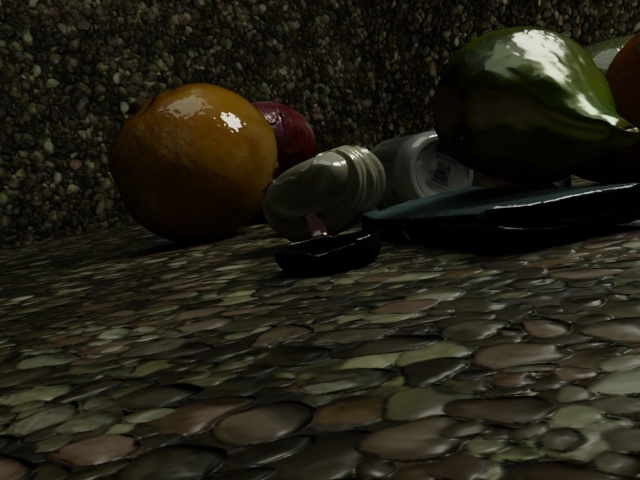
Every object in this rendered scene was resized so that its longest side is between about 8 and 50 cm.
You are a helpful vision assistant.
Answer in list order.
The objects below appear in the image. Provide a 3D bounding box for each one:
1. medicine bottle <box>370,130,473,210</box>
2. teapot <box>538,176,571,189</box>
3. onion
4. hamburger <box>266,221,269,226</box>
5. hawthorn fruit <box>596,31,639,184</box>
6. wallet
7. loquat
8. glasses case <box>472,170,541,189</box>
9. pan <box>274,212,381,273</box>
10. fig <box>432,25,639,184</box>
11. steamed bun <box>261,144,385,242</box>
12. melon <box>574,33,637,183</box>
[{"bbox_3d":[0.143,-0.106,1.259,0.135,0.135,0.215,-12,6,-24],"label":"medicine bottle"},{"bbox_3d":[0.354,-0.080,1.152,0.043,0.042,0.111,-6,10,27],"label":"teapot"},{"bbox_3d":[-0.152,-0.151,1.771,0.348,0.285,0.347,-26,-29,-16],"label":"onion"},{"bbox_3d":[-0.028,-0.056,1.320,0.141,0.081,0.127,-28,13,-35],"label":"hamburger"},{"bbox_3d":[0.432,-0.176,0.922,0.200,0.251,0.199,-14,19,5],"label":"hawthorn fruit"},{"bbox_3d":[0.190,-0.032,0.882,0.191,0.046,0.379,-11,5,-14],"label":"wallet"},{"bbox_3d":[-0.243,-0.152,1.474,0.329,0.328,0.328,-9,5,1],"label":"loquat"},{"bbox_3d":[0.349,-0.129,1.458,0.123,0.075,0.316,-12,6,-27],"label":"glasses case"},{"bbox_3d":[0.000,0.003,0.852,0.115,0.040,0.212,-11,13,-7],"label":"pan"},{"bbox_3d":[0.272,-0.145,0.897,0.206,0.206,0.275,-12,26,-27],"label":"fig"},{"bbox_3d":[0.012,-0.058,1.074,0.183,0.106,0.183,-22,-8,-3],"label":"steamed bun"},{"bbox_3d":[0.507,-0.208,1.207,0.302,0.237,0.237,-8,6,9],"label":"melon"}]
